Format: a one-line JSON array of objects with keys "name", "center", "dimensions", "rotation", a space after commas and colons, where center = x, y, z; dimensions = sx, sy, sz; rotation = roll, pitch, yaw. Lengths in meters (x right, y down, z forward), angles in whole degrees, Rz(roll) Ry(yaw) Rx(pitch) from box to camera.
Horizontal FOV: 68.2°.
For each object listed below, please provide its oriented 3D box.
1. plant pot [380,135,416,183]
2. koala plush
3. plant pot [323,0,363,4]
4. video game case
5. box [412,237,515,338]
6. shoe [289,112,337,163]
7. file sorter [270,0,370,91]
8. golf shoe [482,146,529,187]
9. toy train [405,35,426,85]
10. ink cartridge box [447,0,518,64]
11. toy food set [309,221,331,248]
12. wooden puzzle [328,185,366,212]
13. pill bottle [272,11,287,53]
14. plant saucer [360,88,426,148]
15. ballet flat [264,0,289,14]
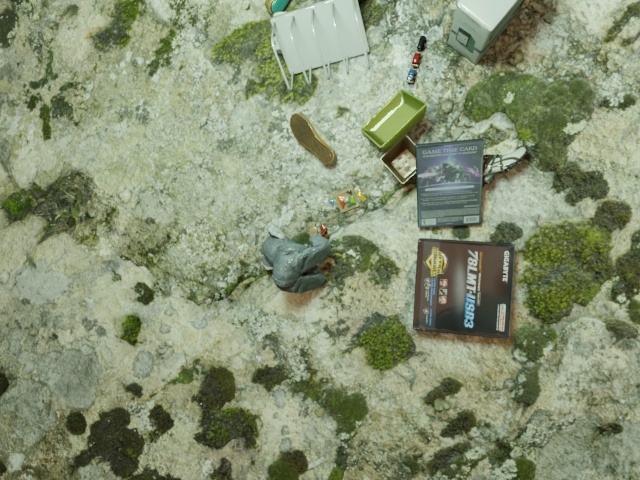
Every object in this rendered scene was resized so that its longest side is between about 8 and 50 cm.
[{"name": "plant pot", "center": [0.267, -0.249, 1.499], "dimensions": [0.109, 0.096, 0.109], "rotation": [-42, 83, 9]}, {"name": "koala plush", "center": [-0.114, 0.050, 1.551], "dimensions": [0.221, 0.203, 0.196], "rotation": [38, 130, 36]}, {"name": "plant pot", "center": [0.055, -0.821, 1.507], "dimensions": [0.166, 0.167, 0.165], "rotation": [-35, 93, 11]}, {"name": "video game case", "center": [0.392, -0.168, 1.441], "dimensions": [0.195, 0.026, 0.275], "rotation": [-3, 119, 9]}, {"name": "box", "center": [0.446, 0.145, 1.485], "dimensions": [0.293, 0.073, 0.296], "rotation": [4, 93, 13]}, {"name": "shoe", "center": [-0.022, -0.340, 1.585], "dimensions": [0.219, 0.058, 0.076], "rotation": [51, 120, 11]}, {"name": "file sorter", "center": [0.001, -0.606, 1.466], "dimensions": [0.277, 0.193, 0.173], "rotation": [-12, 45, 13]}, {"name": "golf shoe", "center": [0.538, -0.242, 1.451], "dimensions": [0.198, 0.077, 0.094], "rotation": [-34, 84, 10]}, {"name": "toy train", "center": [0.307, -0.577, 1.512], "dimensions": [0.027, 0.036, 0.159], "rotation": [18, 95, 11]}, {"name": "ink cartridge box", "center": [0.486, -0.661, 1.344], "dimensions": [0.121, 0.289, 0.211], "rotation": [41, 99, 6]}, {"name": "toy food set", "center": [0.000, 0.000, 1.602], "dimensions": [0.077, 0.019, 0.122], "rotation": [5, 93, 12]}, {"name": "wooden puzzle", "center": [0.088, -0.138, 1.583], "dimensions": [0.116, 0.014, 0.079], "rotation": [-29, 85, 12]}, {"name": "pill bottle", "center": [-0.130, -0.696, 1.588], "dimensions": [0.066, 0.067, 0.120], "rotation": [2, 92, 12]}, {"name": "plant saucer", "center": [0.235, -0.373, 1.485], "dimensions": [0.188, 0.188, 0.045], "rotation": [-43, 122, 10]}, {"name": "ballet flat", "center": [-0.104, -0.861, 1.578], "dimensions": [0.232, 0.080, 0.073], "rotation": [-45, 53, 7]}]
